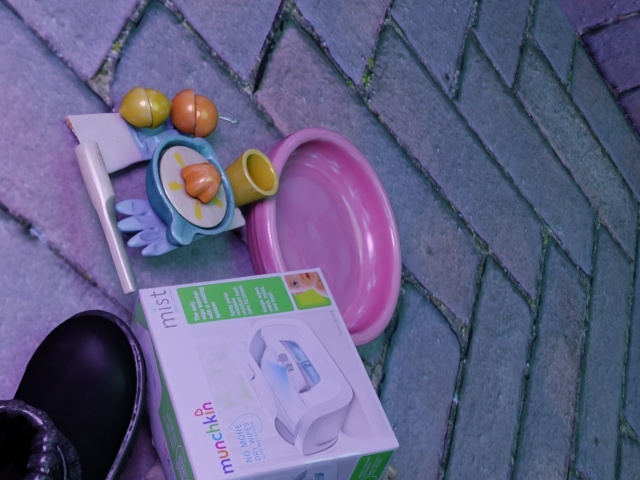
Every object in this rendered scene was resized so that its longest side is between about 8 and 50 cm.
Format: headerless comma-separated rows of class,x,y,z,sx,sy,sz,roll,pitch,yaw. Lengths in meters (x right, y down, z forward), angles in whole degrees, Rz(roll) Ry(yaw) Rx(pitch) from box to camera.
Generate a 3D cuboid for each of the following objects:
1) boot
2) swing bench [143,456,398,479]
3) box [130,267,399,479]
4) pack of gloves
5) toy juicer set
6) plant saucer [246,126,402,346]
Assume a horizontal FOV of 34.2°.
boot,-0.268,0.183,0.979,0.260,0.131,0.348,86,12,-60
swing bench,-0.065,0.304,1.289,0.254,0.165,0.253,56,40,-25
box,-0.075,0.177,1.183,0.231,0.126,0.262,-5,49,-23
pack of gloves,-0.217,-0.077,1.338,0.232,0.046,0.195,-23,85,-57
toy juicer set,-0.181,-0.096,1.277,0.209,0.089,0.329,58,34,-7
plant saucer,0.000,0.000,1.554,0.332,0.084,0.332,24,60,-49
